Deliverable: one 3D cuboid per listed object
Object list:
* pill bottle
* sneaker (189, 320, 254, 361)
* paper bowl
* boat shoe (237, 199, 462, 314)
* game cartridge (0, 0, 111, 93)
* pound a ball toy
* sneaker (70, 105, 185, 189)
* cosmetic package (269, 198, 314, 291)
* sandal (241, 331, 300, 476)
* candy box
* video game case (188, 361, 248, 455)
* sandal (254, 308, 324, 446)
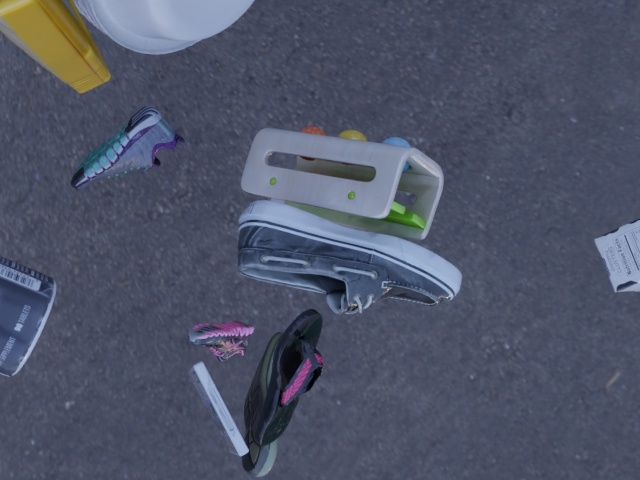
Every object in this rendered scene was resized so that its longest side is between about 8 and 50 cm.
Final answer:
[{"bbox_3d":[-0.447,0.056,1.052,0.245,0.130,0.130,26,102,-21],"label":"pill bottle"},{"bbox_3d":[-0.143,0.148,1.296,0.119,0.047,0.057,3,102,-52],"label":"sneaker"},{"bbox_3d":[-0.167,-0.355,1.081,0.284,0.148,0.284,-38,152,-25],"label":"paper bowl"},{"bbox_3d":[0.036,0.050,1.275,0.335,0.121,0.119,16,68,-11],"label":"boat shoe"},{"bbox_3d":[-0.277,-0.279,0.757,0.052,0.323,0.285,-27,92,-2],"label":"game cartridge"},{"bbox_3d":[0.036,-0.092,1.385,0.208,0.319,0.136,25,80,-52],"label":"pound a ball toy"},{"bbox_3d":[-0.354,-0.143,1.652,0.223,0.083,0.098,-35,119,21],"label":"sneaker"},{"bbox_3d":[0.000,0.000,2.101,0.138,0.224,0.225,-45,123,-30],"label":"cosmetic package"},{"bbox_3d":[-0.079,0.288,1.567,0.086,0.303,0.120,16,127,-12],"label":"sandal"},{"bbox_3d":[0.442,-0.007,1.031,0.164,0.070,0.196,2,155,-47],"label":"candy box"},{"bbox_3d":[-0.153,0.249,1.336,0.019,0.157,0.143,-27,85,-15],"label":"video game case"},{"bbox_3d":[-0.024,0.150,0.959,0.067,0.040,0.179,-18,131,-49],"label":"sandal"}]
